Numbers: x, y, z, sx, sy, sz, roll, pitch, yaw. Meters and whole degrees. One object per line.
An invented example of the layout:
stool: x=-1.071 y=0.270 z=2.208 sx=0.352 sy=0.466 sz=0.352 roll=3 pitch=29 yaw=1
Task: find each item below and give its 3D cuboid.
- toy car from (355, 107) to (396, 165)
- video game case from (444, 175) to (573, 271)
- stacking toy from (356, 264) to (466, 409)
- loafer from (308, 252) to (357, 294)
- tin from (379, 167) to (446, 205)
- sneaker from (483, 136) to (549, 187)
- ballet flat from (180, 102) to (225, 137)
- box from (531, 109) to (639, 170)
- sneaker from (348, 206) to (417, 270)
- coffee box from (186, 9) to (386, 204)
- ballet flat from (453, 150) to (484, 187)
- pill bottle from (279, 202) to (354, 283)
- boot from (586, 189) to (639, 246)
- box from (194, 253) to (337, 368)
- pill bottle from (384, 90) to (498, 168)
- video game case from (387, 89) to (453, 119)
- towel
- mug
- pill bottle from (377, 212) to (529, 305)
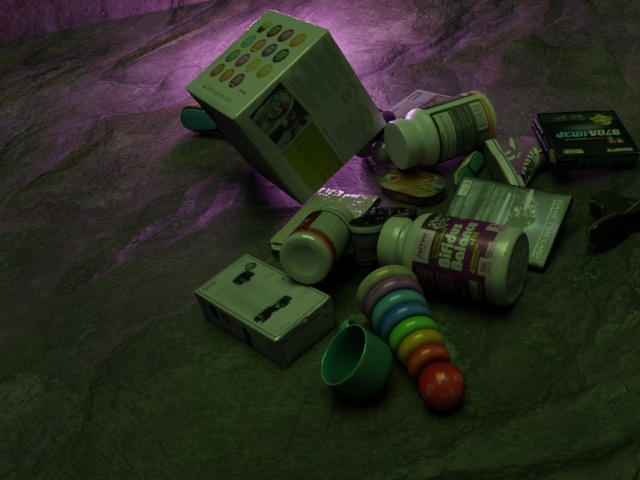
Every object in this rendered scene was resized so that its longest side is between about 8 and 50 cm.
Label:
toy car: x=0.177 y=-0.307 z=2.209 sx=0.159 sy=0.136 sz=0.182 roll=-34 pitch=41 yaw=-26
video game case: x=0.421 y=-0.045 z=1.813 sx=0.274 sy=0.026 sz=0.196 roll=15 pitch=67 yaw=32
stacking toy: x=0.186 y=0.196 z=1.542 sx=0.141 sy=0.141 sz=0.330 roll=-19 pitch=40 yaw=-7
loafer: x=0.017 y=0.076 z=1.814 sx=0.170 sy=0.062 sz=0.061 roll=-32 pitch=35 yaw=-25
tin: x=0.242 y=-0.141 z=2.051 sx=0.189 sy=0.040 sz=0.106 roll=20 pitch=43 yaw=38
sneaker: x=0.518 y=-0.190 z=1.975 sx=0.161 sy=0.102 sz=0.282 roll=-7 pitch=37 yaw=3
ballet flat: x=-0.296 y=-0.387 z=2.503 sx=0.348 sy=0.123 sz=0.123 roll=15 pitch=45 yaw=33
box: x=0.671 y=-0.257 z=1.985 sx=0.220 sy=0.051 sz=0.175 roll=-3 pitch=48 yaw=-8
sneaker: x=0.147 y=-0.005 z=1.856 sx=0.107 sy=0.124 sz=0.283 roll=4 pitch=14 yaw=30
coffee box: x=-0.091 y=-0.368 z=2.114 sx=0.334 sy=0.338 sz=0.337 roll=-44 pitch=38 yaw=-6
ballet flat: x=0.381 y=-0.176 z=2.051 sx=0.052 sy=0.057 sz=0.168 roll=-19 pitch=20 yaw=45
pill bottle: x=0.000 y=0.000 z=1.766 sx=0.121 sy=0.121 sz=0.221 roll=2 pitch=24 yaw=20
boot: x=0.643 y=-0.054 z=1.783 sx=0.198 sy=0.077 sz=0.137 roll=-17 pitch=29 yaw=-28
box: x=-0.124 y=0.150 z=1.735 sx=0.290 sy=0.087 sz=0.169 roll=23 pitch=49 yaw=40
pill bottle: x=0.323 y=-0.293 z=2.102 sx=0.278 sy=0.162 sz=0.162 roll=-19 pitch=36 yaw=-18
video game case: x=0.311 y=-0.394 z=2.381 sx=0.183 sy=0.023 sz=0.201 roll=22 pitch=48 yaw=39
towel: x=0.012 y=-0.042 z=1.983 sx=0.187 sy=0.049 sz=0.282 roll=12 pitch=43 yaw=30
mug: x=0.083 y=0.231 z=1.521 sx=0.129 sy=0.097 sz=0.158 roll=-16 pitch=46 yaw=52
pill bottle: x=0.282 y=0.032 z=1.692 sx=0.301 sy=0.169 sz=0.169 roll=11 pitch=42 yaw=30
